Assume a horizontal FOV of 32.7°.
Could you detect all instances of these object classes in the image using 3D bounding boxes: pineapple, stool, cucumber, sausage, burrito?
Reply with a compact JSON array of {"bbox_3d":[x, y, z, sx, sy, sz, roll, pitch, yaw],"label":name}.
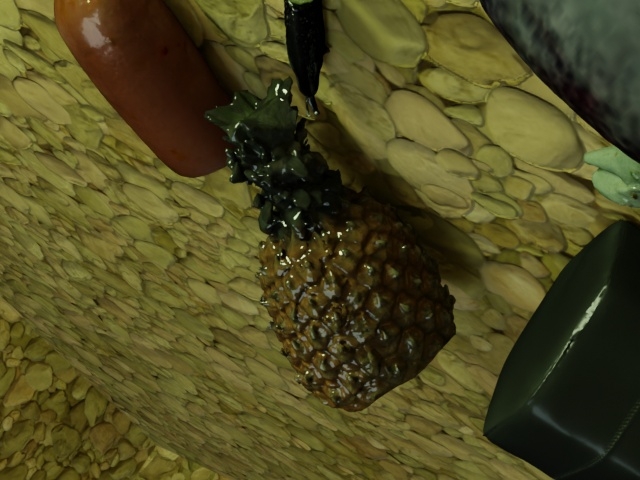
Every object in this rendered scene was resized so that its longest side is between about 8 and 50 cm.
[{"bbox_3d":[0.000,0.000,1.139,0.202,0.202,0.362,3,130,50],"label":"pineapple"},{"bbox_3d":[0.255,0.109,0.963,0.141,0.232,0.232,31,157,1],"label":"stool"},{"bbox_3d":[-0.011,-0.172,0.981,0.039,0.043,0.163,-12,155,-2],"label":"cucumber"},{"bbox_3d":[-0.175,-0.176,1.097,0.113,0.113,0.259,13,151,40],"label":"sausage"},{"bbox_3d":[0.262,-0.051,0.851,0.074,0.044,0.118,39,153,-24],"label":"burrito"}]

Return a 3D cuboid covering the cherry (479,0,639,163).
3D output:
[{"bbox_3d":[0.195,-0.152,0.492,0.296,0.218,0.255,38,141,25],"label":"cherry"}]
